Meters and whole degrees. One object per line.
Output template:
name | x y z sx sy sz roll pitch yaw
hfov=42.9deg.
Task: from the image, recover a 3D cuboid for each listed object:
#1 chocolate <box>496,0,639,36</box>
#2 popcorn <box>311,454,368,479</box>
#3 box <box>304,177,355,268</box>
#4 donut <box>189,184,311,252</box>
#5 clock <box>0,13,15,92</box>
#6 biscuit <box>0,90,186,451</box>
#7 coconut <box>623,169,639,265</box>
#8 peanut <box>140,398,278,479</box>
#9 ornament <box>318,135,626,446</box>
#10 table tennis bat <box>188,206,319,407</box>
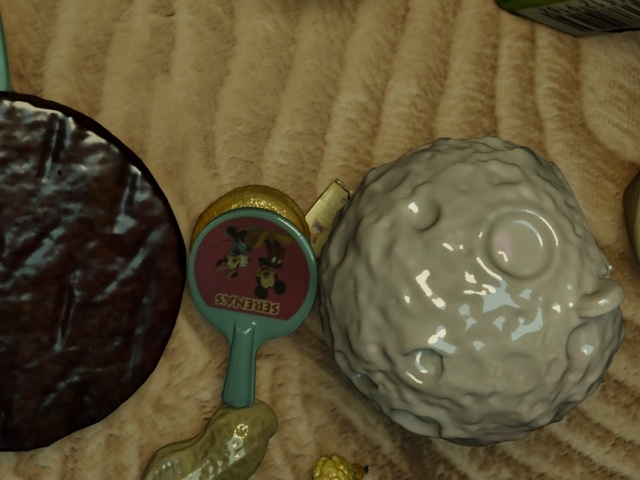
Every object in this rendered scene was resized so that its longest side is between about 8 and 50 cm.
chocolate | 0.377 -0.376 0.912 0.137 0.301 0.289 26 91 -22
popcorn | 0.031 0.306 1.027 0.084 0.084 0.084 -1 95 -8
box | 0.000 0.000 1.021 0.073 0.020 0.149 40 88 -8
donut | -0.087 0.007 0.975 0.152 0.058 0.152 1 96 5
clock | -0.458 -0.257 0.897 0.223 0.094 0.274 -1 93 -9
biscuit | -0.354 0.037 0.902 0.407 0.091 0.407 -5 107 -16
coconut | 0.481 -0.039 1.008 0.224 0.224 0.224 -1 95 -8
peanut | -0.141 0.275 0.990 0.214 0.090 0.098 -39 70 -5
ornament | 0.151 0.057 0.893 0.337 0.337 0.337 -1 95 -8
table tennis bat | -0.083 0.080 0.940 0.153 0.040 0.244 11 106 9
